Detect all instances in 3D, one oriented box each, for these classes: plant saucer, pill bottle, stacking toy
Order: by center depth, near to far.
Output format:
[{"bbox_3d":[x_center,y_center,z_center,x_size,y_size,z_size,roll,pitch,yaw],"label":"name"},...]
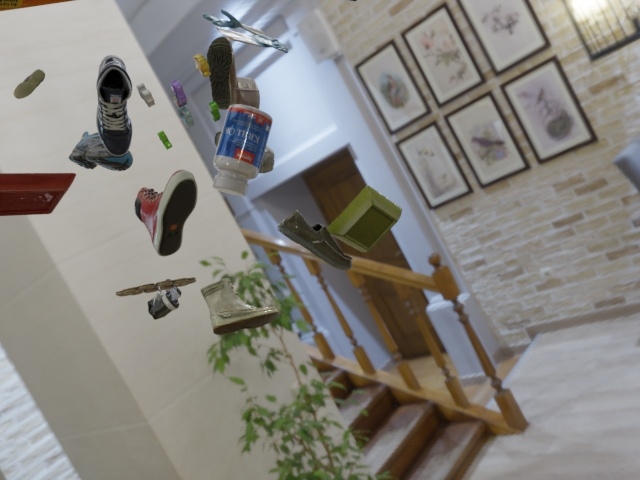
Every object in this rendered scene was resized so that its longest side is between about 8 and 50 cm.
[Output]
[{"bbox_3d":[-0.328,-0.324,1.509,0.167,0.052,0.221,-33,-29,-15],"label":"stacking toy"},{"bbox_3d":[-0.210,-0.234,1.658,0.124,0.222,0.124,14,-5,1],"label":"pill bottle"},{"bbox_3d":[0.141,-0.049,1.879,0.188,0.045,0.188,-47,-45,15],"label":"plant saucer"},{"bbox_3d":[-0.893,-0.131,1.891,0.258,0.048,0.259,-5,-16,-39],"label":"plant saucer"}]

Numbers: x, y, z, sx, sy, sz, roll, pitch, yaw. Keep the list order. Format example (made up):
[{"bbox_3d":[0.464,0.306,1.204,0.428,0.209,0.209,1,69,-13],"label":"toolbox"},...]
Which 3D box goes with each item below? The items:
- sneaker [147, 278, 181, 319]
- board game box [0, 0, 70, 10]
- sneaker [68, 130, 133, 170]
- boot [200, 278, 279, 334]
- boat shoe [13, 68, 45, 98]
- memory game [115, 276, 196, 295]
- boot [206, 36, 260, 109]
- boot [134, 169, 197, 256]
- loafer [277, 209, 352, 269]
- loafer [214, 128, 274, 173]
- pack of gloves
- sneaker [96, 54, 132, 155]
[{"bbox_3d":[-0.508,0.191,2.021,0.106,0.078,0.234,-38,16,-1],"label":"sneaker"},{"bbox_3d":[-0.913,-0.993,2.059,0.356,0.357,0.356,-14,34,-12],"label":"board game box"},{"bbox_3d":[-0.809,-0.341,2.330,0.340,0.140,0.125,10,-14,37],"label":"sneaker"},{"bbox_3d":[-0.246,0.190,1.923,0.213,0.165,0.077,-10,-35,-25],"label":"boot"},{"bbox_3d":[-1.014,-0.544,2.200,0.133,0.049,0.042,-45,20,-2],"label":"boat shoe"},{"bbox_3d":[-0.375,0.107,1.444,0.186,0.012,0.186,-12,-5,-1],"label":"memory game"},{"bbox_3d":[-0.284,-0.540,2.106,0.089,0.236,0.269,6,10,15],"label":"boot"},{"bbox_3d":[-0.379,-0.105,1.496,0.088,0.176,0.244,-12,-37,-39],"label":"boot"},{"bbox_3d":[0.000,0.000,1.766,0.087,0.251,0.094,-57,23,-1],"label":"loafer"},{"bbox_3d":[-0.269,-0.295,2.042,0.111,0.112,0.319,-12,27,-34],"label":"loafer"},{"bbox_3d":[-0.202,-0.594,1.762,0.232,0.195,0.046,-3,-55,-47],"label":"pack of gloves"},{"bbox_3d":[-0.570,-0.359,1.743,0.099,0.282,0.153,-5,23,-20],"label":"sneaker"}]
